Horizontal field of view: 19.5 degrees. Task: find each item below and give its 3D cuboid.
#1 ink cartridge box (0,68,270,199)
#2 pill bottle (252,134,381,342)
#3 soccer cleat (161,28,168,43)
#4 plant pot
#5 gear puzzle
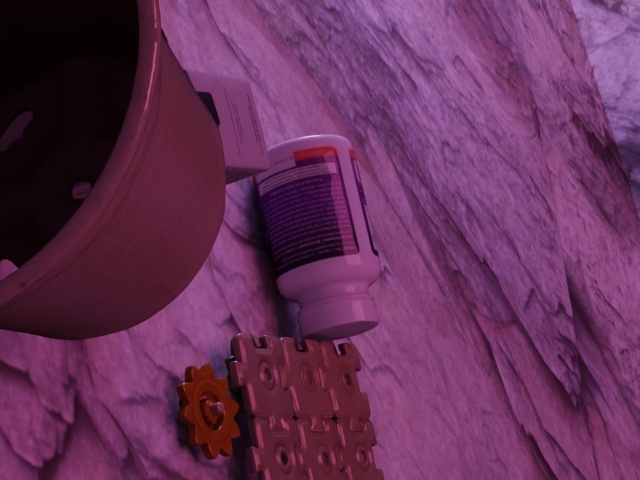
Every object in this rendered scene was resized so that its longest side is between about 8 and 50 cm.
[{"bbox_3d":[-0.158,-0.079,1.523,0.208,0.153,0.086,0,74,-65],"label":"ink cartridge box"},{"bbox_3d":[0.000,0.000,1.871,0.108,0.108,0.193,17,57,-63],"label":"pill bottle"},{"bbox_3d":[-0.193,-0.215,1.673,0.179,0.060,0.072,47,20,-43],"label":"soccer cleat"},{"bbox_3d":[-0.213,-0.068,1.238,0.305,0.334,0.333,42,35,-69],"label":"plant pot"},{"bbox_3d":[-0.043,0.174,1.738,0.339,0.044,0.175,11,64,-61],"label":"gear puzzle"}]
